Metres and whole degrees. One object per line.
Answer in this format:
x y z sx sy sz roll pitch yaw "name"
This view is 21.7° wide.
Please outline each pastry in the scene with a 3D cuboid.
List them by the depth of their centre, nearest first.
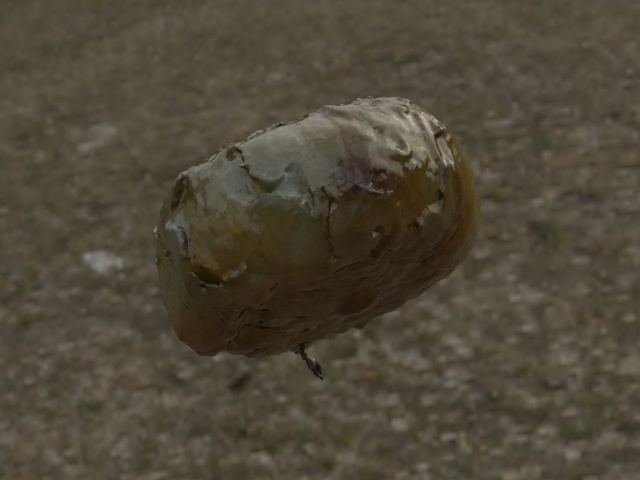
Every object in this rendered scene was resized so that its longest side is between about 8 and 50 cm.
-0.003 -0.005 0.726 0.153 0.153 0.081 -13 63 -12 "pastry"
